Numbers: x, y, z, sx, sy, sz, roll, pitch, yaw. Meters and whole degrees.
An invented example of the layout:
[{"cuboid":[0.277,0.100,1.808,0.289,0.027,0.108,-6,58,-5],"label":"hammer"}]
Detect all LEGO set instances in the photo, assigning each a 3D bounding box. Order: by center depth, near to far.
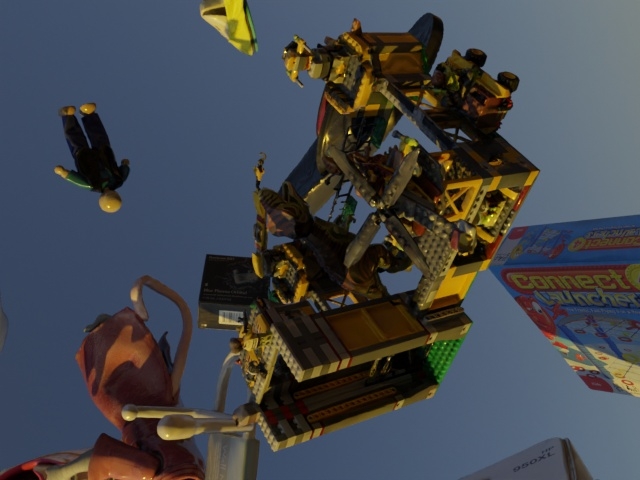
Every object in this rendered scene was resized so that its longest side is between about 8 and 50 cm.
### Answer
[{"cuboid":[0.000,0.000,0.549,0.192,0.331,0.255,-10,-127,-32],"label":"LEGO set"}]

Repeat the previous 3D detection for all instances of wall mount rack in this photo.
[{"cuboid":[-0.122,0.262,0.620,0.131,0.304,0.349,9,-104,-22],"label":"wall mount rack"}]

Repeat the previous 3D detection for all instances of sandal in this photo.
[{"cuboid":[0.030,-0.187,1.130,0.107,0.445,0.167,29,-149,-21],"label":"sandal"}]

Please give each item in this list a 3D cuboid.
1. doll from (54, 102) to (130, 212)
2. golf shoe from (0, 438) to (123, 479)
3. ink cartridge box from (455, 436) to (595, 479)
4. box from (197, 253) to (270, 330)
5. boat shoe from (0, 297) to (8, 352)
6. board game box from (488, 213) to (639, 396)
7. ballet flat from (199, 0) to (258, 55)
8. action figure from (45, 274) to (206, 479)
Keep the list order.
[{"cuboid":[-0.380,-0.133,1.162,0.129,0.046,0.188,-19,-97,-40],"label":"doll"},{"cuboid":[-0.362,0.369,1.064,0.306,0.140,0.115,-12,-109,-16],"label":"golf shoe"},{"cuboid":[0.240,0.460,0.744,0.394,0.286,0.166,60,-165,4],"label":"ink cartridge box"},{"cuboid":[-0.194,0.119,1.591,0.158,0.156,0.093,-92,8,-49],"label":"box"},{"cuboid":[-0.578,0.134,1.048,0.157,0.367,0.135,25,-123,-7],"label":"boat shoe"},{"cuboid":[0.444,0.104,0.991,0.302,0.308,0.086,47,-113,-17],"label":"board game box"},{"cuboid":[-0.133,-0.342,0.967,0.231,0.077,0.077,93,162,-65],"label":"ballet flat"},{"cuboid":[-0.226,0.282,1.022,0.248,0.275,0.370,36,-168,-47],"label":"action figure"}]
